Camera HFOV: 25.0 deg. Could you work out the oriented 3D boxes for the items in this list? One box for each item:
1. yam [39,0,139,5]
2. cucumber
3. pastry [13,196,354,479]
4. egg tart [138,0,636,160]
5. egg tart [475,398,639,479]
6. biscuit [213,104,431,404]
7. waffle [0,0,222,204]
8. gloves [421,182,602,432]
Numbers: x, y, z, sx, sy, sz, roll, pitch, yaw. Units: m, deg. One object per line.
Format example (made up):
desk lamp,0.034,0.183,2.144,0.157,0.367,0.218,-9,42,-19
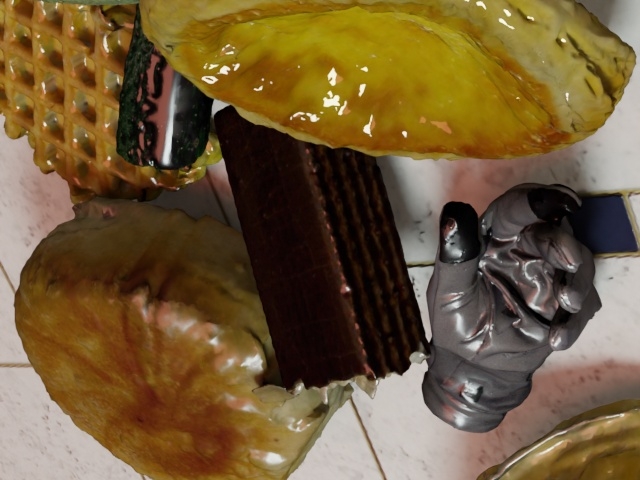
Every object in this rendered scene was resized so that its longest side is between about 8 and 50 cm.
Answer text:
yam,-0.183,-0.281,0.982,0.161,0.161,0.268,-7,95,40
cucumber,-0.104,-0.172,1.087,0.074,0.074,0.241,22,115,22
pastry,-0.126,0.109,1.281,0.330,0.136,0.329,18,137,18
egg tart,0.045,-0.148,0.924,0.319,0.128,0.319,12,164,3
egg tart,0.264,0.334,1.061,0.443,0.178,0.443,4,99,27
biscuit,0.000,0.000,1.106,0.106,0.070,0.252,-20,84,47
waffle,-0.201,-0.135,1.238,0.238,0.059,0.243,-25,103,48
gloves,0.134,0.046,1.073,0.142,0.119,0.285,15,150,-5
